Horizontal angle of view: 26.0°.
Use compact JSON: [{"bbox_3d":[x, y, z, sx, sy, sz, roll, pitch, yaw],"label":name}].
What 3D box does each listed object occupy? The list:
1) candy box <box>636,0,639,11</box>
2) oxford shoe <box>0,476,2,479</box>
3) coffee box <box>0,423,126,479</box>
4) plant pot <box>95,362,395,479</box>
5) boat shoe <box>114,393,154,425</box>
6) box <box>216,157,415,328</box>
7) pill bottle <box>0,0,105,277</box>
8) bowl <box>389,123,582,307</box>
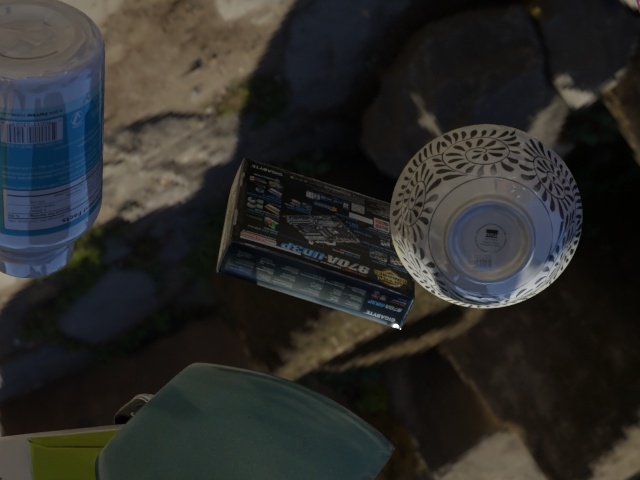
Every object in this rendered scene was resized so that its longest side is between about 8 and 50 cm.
[{"bbox_3d":[0.412,-0.294,1.406,0.071,0.159,0.233,-33,-158,-24],"label":"candy box"},{"bbox_3d":[-0.260,0.203,1.040,0.076,0.076,0.212,-57,154,-16],"label":"oxford shoe"},{"bbox_3d":[-0.277,0.391,1.631,0.338,0.338,0.334,2,170,-44],"label":"coffee box"},{"bbox_3d":[-0.098,0.231,1.316,0.290,0.195,0.290,-45,176,-4],"label":"plant pot"},{"bbox_3d":[-0.208,0.318,1.880,0.080,0.228,0.076,-29,177,37],"label":"boat shoe"},{"bbox_3d":[0.000,0.000,1.583,0.220,0.175,0.051,17,124,-9],"label":"box"},{"bbox_3d":[-0.281,-0.090,1.324,0.146,0.146,0.264,-19,139,-29],"label":"pill bottle"},{"bbox_3d":[0.143,-0.010,1.189,0.170,0.170,0.080,-37,-171,13],"label":"bowl"}]
